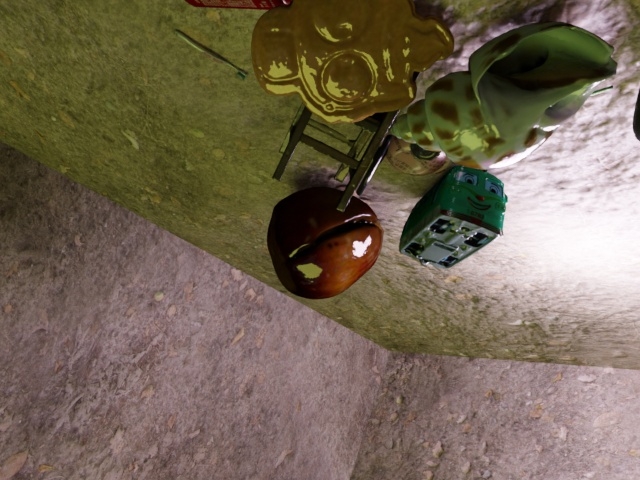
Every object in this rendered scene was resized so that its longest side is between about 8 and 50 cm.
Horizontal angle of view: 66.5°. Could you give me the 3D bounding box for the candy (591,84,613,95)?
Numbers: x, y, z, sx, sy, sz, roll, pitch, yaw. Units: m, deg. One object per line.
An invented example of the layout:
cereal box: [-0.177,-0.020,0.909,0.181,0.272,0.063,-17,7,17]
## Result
candy: [0.472,-0.270,0.962,0.185,0.049,0.055,-10,98,44]

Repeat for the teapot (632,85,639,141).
teapot: [0.562,-0.263,0.590,0.306,0.223,0.284,7,113,42]

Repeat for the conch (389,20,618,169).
conch: [0.310,-0.253,0.887,0.368,0.197,0.249,-23,133,9]

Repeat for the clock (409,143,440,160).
clock: [0.248,-0.223,1.157,0.074,0.010,0.083,4,140,19]

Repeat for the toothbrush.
toothbrush: [-0.277,-0.470,1.237,0.204,0.022,0.017,31,154,-14]

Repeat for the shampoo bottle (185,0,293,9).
shampoo bottle: [-0.200,-0.518,0.967,0.315,0.076,0.118,13,162,22]

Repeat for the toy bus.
toy bus: [0.362,-0.062,1.341,0.184,0.199,0.343,21,159,-5]

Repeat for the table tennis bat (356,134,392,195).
table tennis bat: [0.129,-0.183,1.129,0.027,0.236,0.150,29,115,2]

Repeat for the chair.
chair: [0.065,-0.313,1.092,0.203,0.415,0.240,26,-157,-8]

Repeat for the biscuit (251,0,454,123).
biscuit: [0.057,-0.350,0.905,0.377,0.051,0.269,-4,120,7]

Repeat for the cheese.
cheese: [0.257,-0.235,1.207,0.189,0.074,0.286,28,154,-16]

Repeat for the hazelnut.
hazelnut: [0.000,0.000,1.652,0.403,0.401,0.429,19,157,8]
